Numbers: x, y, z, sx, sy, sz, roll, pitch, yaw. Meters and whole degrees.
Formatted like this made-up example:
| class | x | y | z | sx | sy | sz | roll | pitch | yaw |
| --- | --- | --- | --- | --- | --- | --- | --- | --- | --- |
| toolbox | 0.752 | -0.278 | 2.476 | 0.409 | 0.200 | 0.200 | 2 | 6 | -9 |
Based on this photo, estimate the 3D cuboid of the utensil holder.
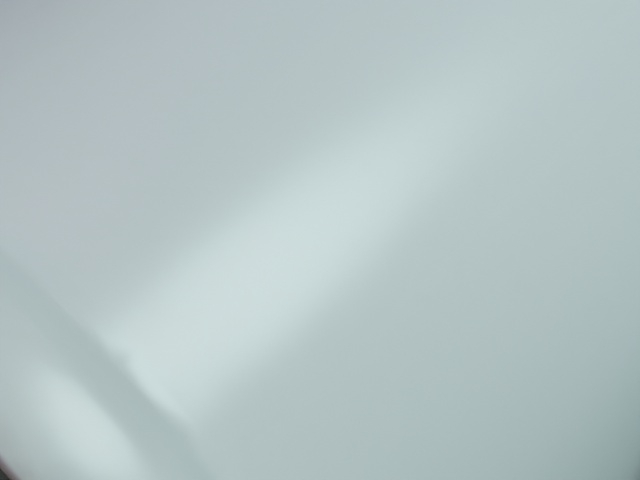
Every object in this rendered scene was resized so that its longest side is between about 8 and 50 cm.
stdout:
| class | x | y | z | sx | sy | sz | roll | pitch | yaw |
| --- | --- | --- | --- | --- | --- | --- | --- | --- | --- |
| utensil holder | 0.000 | 0.000 | 0.621 | 0.327 | 0.327 | 0.385 | 21 | 52 | 39 |
